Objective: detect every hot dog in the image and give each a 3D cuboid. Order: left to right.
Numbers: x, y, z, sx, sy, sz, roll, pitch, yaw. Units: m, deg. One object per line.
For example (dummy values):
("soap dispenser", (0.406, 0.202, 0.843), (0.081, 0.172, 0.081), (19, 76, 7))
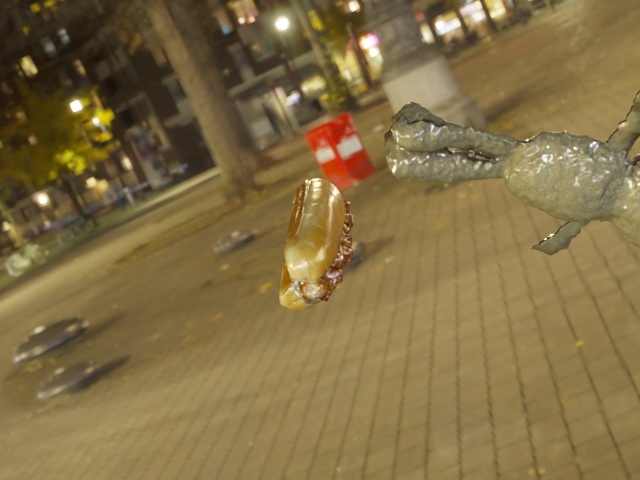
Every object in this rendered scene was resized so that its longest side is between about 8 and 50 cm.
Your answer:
("hot dog", (0.000, 0.000, 1.153), (0.076, 0.102, 0.249), (4, 21, 2))

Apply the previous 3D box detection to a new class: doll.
("doll", (0.207, -0.051, 0.887), (0.285, 0.203, 0.091), (-10, 35, 7))
